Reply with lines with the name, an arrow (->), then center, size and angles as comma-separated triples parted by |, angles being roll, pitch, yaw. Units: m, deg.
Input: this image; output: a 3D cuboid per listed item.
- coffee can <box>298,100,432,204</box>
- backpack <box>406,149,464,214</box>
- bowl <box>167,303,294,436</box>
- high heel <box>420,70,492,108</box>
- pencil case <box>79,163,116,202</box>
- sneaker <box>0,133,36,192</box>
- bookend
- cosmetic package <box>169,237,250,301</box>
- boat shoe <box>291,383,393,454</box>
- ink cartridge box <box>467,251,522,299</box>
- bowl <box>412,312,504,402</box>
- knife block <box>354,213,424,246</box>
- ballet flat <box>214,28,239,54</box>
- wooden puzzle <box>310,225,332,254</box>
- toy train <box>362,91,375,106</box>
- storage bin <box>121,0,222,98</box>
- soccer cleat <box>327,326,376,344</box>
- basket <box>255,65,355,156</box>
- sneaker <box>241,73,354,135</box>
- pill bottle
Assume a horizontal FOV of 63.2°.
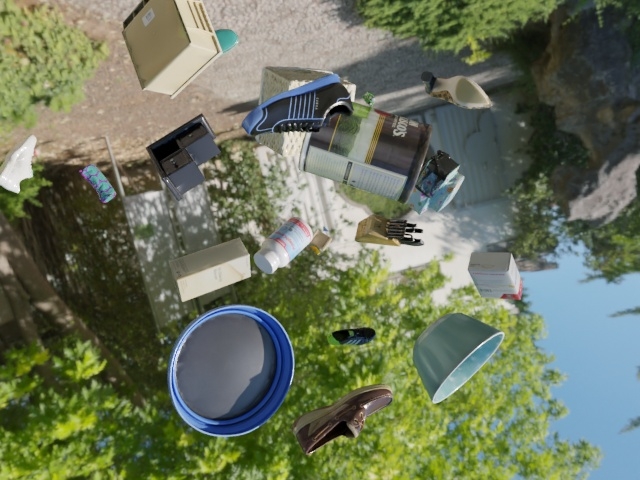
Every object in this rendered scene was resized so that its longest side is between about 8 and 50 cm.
coffee can -> 0.107, -0.223, 1.267 | 0.276, 0.201, 0.201 | 18, -171, 2
backpack -> 0.355, -0.169, 1.657 | 0.188, 0.144, 0.166 | -48, 177, 37
bowl -> -0.270, 0.386, 1.574 | 0.391, 0.390, 0.077 | -17, -172, -28
high heel -> 0.479, -0.508, 1.805 | 0.261, 0.093, 0.186 | 30, -169, 18
pencil case -> -0.886, -0.228, 2.074 | 0.064, 0.151, 0.070 | -31, -173, 46
sneaker -> -0.985, -0.251, 1.719 | 0.080, 0.094, 0.212 | -8, -127, 34
bookend -> -0.298, -0.193, 1.189 | 0.156, 0.072, 0.157 | -33, -134, -5
cosmetic package -> -0.457, 0.120, 2.172 | 0.310, 0.113, 0.160 | -20, 144, -19
boat shoe -> 0.087, 0.562, 1.618 | 0.342, 0.123, 0.123 | -16, -138, -18
ink cartridge box -> 0.557, 0.113, 1.652 | 0.128, 0.175, 0.072 | 0, -125, 34
bowl -> 0.413, 0.347, 1.650 | 0.312, 0.163, 0.311 | -31, 149, -21
knife block -> 0.296, -0.025, 2.182 | 0.242, 0.088, 0.276 | 18, 167, -11
ballet flat -> -0.391, -0.633, 1.744 | 0.247, 0.083, 0.087 | -27, -176, -7
wooden puzzle -> 0.000, 0.000, 2.123 | 0.116, 0.079, 0.014 | -47, 171, -24
toy train -> 0.117, -0.340, 1.250 | 0.023, 0.017, 0.083 | -47, -159, 17
storage bin -> -0.475, -0.634, 1.628 | 0.262, 0.260, 0.123 | -28, 169, 34
soccer cleat -> 0.112, 0.328, 1.789 | 0.179, 0.060, 0.072 | -4, 155, -17
basket -> -0.066, -0.527, 2.163 | 0.329, 0.331, 0.266 | -5, -150, -27
sneaker -> -0.042, -0.256, 1.063 | 0.232, 0.090, 0.081 | -27, 173, -9
pill bottle -> -0.099, 0.014, 1.373 | 0.087, 0.087, 0.160 | -6, -149, 49
